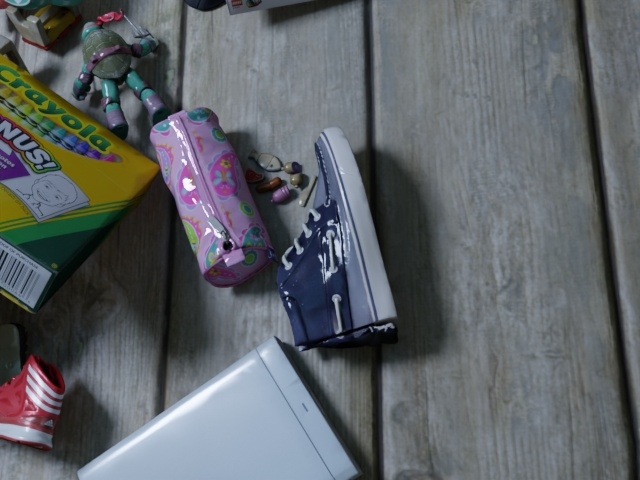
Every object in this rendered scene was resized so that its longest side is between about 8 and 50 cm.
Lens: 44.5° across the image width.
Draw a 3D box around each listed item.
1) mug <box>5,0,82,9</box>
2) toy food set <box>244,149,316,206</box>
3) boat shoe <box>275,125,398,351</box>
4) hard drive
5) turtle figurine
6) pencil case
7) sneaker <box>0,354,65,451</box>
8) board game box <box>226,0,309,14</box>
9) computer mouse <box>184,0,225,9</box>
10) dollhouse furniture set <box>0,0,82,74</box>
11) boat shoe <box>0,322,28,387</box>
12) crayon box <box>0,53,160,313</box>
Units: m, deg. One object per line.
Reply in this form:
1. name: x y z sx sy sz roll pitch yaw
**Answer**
1. mug: -0.486 -0.452 1.312 0.157 0.129 0.097 11 57 12
2. toy food set: -0.073 -0.099 1.252 0.122 0.019 0.078 19 78 18
3. boat shoe: 0.000 0.000 1.144 0.158 0.127 0.341 -14 70 0
4. hard drive: -0.149 0.331 1.117 0.353 0.047 0.233 -35 68 1
5. turtle figurine: -0.354 -0.291 1.334 0.175 0.118 0.234 -29 74 3
6. pencil case: -0.168 -0.068 1.211 0.124 0.124 0.284 -25 68 4
7. sneaker: -0.460 0.236 1.184 0.221 0.087 0.128 6 67 31
8. board game box: -0.023 -0.498 1.321 0.305 0.053 0.193 -11 71 -3
9. computer mouse: -0.155 -0.537 1.392 0.262 0.060 0.184 -29 69 2
10. dollhouse furniture set: -0.614 -0.310 1.400 0.201 0.152 0.374 26 63 20
11. boat shoe: -0.489 0.197 1.242 0.048 0.042 0.133 1 86 7
12. crayon box: -0.465 -0.112 1.136 0.363 0.313 0.106 36 126 -6
